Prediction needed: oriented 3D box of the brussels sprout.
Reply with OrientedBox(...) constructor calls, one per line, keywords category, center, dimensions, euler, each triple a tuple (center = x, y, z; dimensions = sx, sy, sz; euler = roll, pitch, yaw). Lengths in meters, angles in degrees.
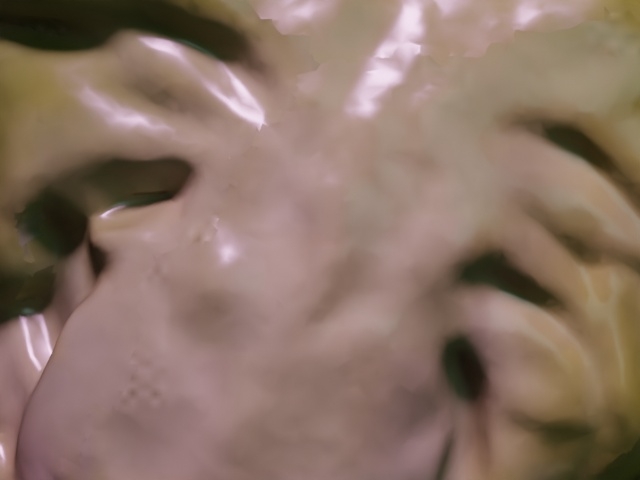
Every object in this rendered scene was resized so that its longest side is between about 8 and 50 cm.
OrientedBox(category="brussels sprout", center=(0.010, -0.005, 0.591), dimensions=(0.274, 0.243, 0.316), euler=(2, 80, -35))
